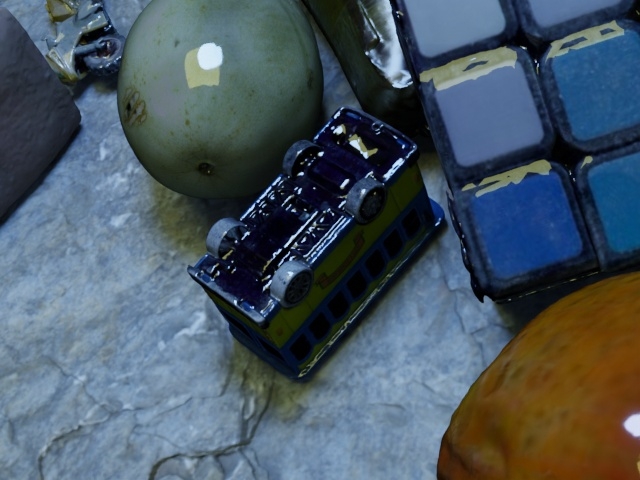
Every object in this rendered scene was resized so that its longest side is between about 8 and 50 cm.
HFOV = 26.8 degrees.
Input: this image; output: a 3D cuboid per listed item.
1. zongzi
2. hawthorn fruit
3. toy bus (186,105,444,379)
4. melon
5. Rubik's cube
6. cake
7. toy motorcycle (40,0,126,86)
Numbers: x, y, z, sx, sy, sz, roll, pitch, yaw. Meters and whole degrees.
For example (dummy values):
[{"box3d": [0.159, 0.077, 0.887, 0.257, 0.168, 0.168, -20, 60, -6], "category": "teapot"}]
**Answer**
[{"box3d": [0.195, -0.342, 1.766, 0.432, 0.207, 0.403, -18, 58, -12], "category": "zongzi"}, {"box3d": [0.325, 0.238, 1.186, 0.472, 0.471, 0.471, -10, 55, 14], "category": "hawthorn fruit"}, {"box3d": [0.000, 0.000, 1.597, 0.138, 0.175, 0.287, 33, 73, 34], "category": "toy bus"}, {"box3d": [-0.129, -0.204, 1.725, 0.269, 0.268, 0.330, -10, 46, 14], "category": "melon"}, {"box3d": [0.286, -0.144, 1.406, 0.359, 0.363, 0.362, -21, 87, 8], "category": "Rubik's cube"}, {"box3d": [-0.510, -0.200, 1.844, 0.237, 0.309, 0.230, 25, 72, 29], "category": "cake"}, {"box3d": [-0.363, -0.308, 1.989, 0.130, 0.094, 0.229, -31, 48, 1], "category": "toy motorcycle"}]
